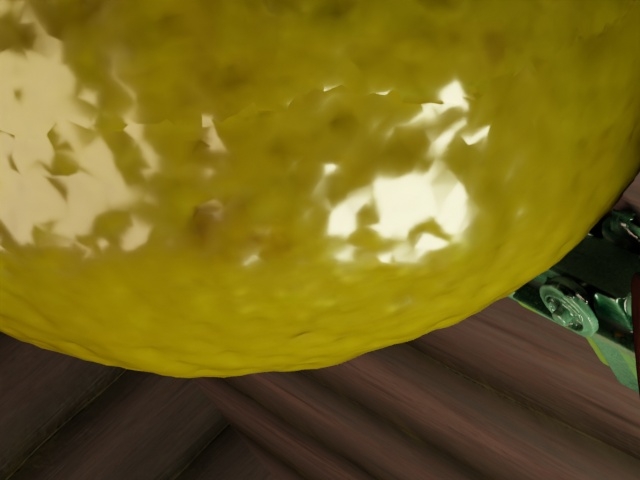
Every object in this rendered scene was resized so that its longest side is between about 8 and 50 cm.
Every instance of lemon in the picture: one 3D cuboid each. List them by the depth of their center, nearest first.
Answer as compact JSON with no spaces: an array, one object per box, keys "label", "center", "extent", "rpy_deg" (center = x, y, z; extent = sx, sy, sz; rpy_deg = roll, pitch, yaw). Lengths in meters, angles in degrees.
[{"label":"lemon","center":[-0.020,-0.122,0.608],"extent":[0.350,0.387,0.350],"rpy_deg":[-8,-90,-78]}]

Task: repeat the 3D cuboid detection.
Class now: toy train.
[{"label":"toy train","center":[0.165,0.027,1.110],"extent":[0.200,0.083,0.132],"rpy_deg":[32,163,48]}]

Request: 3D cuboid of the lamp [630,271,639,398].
[{"label":"lamp","center":[0.237,0.051,0.620],"extent":[0.265,0.233,0.233],"rpy_deg":[3,-158,-44]}]
